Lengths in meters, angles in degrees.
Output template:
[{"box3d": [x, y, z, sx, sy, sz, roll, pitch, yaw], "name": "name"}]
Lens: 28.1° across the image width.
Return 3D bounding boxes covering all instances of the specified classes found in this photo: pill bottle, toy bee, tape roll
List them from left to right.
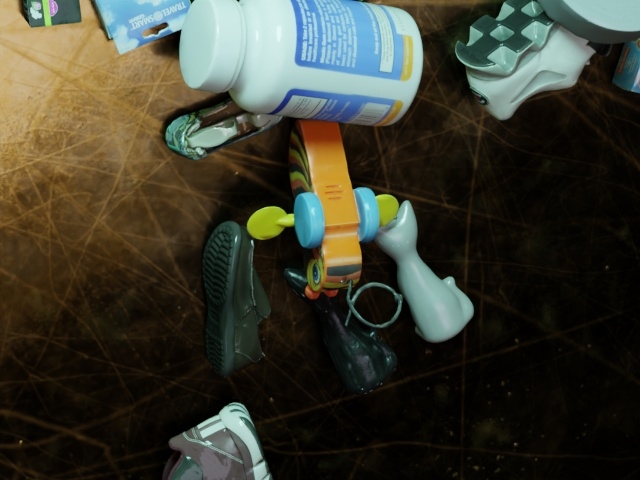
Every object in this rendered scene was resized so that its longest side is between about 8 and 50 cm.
[{"box3d": [-0.026, -0.225, 1.554, 0.272, 0.152, 0.152, 4, 108, -28], "name": "pill bottle"}, {"box3d": [0.000, 0.000, 1.642, 0.195, 0.298, 0.162, 13, 148, -10], "name": "toy bee"}, {"box3d": [0.371, -0.362, 1.604, 0.219, 0.072, 0.219, 0, 86, -7], "name": "tape roll"}]

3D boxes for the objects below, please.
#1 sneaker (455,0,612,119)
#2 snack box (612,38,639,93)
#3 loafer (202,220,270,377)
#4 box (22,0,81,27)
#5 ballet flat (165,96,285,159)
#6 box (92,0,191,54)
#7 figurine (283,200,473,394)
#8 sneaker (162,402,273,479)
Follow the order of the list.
[{"box3d": [0.332, -0.287, 1.717, 0.331, 0.122, 0.146, -35, 136, -7], "name": "sneaker"}, {"box3d": [0.546, -0.351, 1.794, 0.187, 0.060, 0.321, 8, 107, -23], "name": "snack box"}, {"box3d": [-0.108, 0.073, 1.699, 0.078, 0.080, 0.220, -9, 118, -28], "name": "loafer"}, {"box3d": [-0.315, -0.294, 1.483, 0.062, 0.052, 0.083, -10, 112, -17], "name": "box"}, {"box3d": [-0.103, -0.150, 1.615, 0.188, 0.070, 0.070, -27, 117, -10], "name": "ballet flat"}, {"box3d": [-0.228, -0.323, 1.511, 0.109, 0.042, 0.178, -25, 117, -11], "name": "box"}, {"box3d": [0.079, 0.072, 1.763, 0.215, 0.092, 0.209, -33, 114, -8], "name": "figurine"}, {"box3d": [-0.139, 0.374, 1.791, 0.163, 0.106, 0.281, -20, 105, -8], "name": "sneaker"}]
